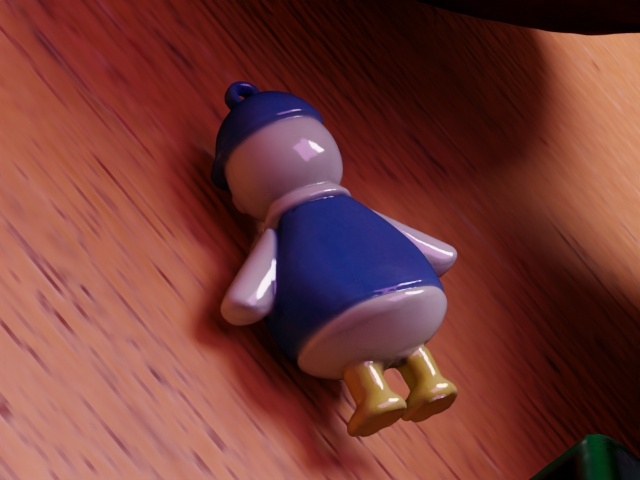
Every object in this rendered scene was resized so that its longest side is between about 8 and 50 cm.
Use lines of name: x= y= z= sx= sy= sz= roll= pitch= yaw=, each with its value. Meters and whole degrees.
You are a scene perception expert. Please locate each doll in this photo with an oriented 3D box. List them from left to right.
doll: x=0.000 y=0.000 z=0.522 sx=0.099 sy=0.057 sz=0.143 roll=-13 pitch=64 yaw=-34

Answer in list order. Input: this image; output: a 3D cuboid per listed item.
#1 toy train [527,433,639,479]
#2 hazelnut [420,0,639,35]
toy train: x=0.047 y=0.134 z=0.345 sx=0.091 sy=0.136 sz=0.228 roll=41 pitch=20 yaw=-13
hazelnut: x=0.144 y=-0.264 z=0.669 sx=0.421 sy=0.421 sz=0.353 roll=-35 pitch=120 yaw=-60
